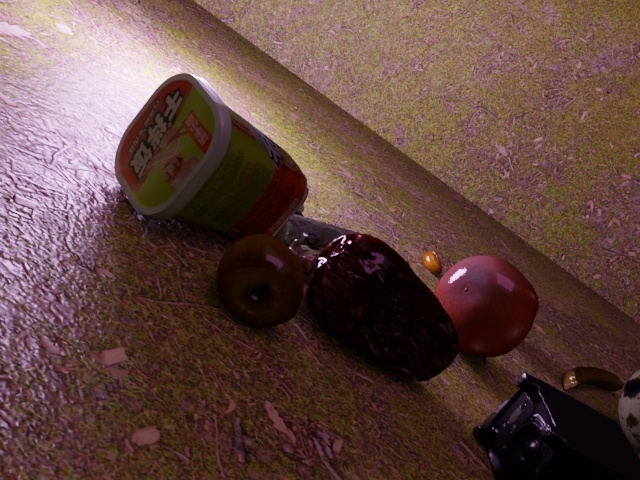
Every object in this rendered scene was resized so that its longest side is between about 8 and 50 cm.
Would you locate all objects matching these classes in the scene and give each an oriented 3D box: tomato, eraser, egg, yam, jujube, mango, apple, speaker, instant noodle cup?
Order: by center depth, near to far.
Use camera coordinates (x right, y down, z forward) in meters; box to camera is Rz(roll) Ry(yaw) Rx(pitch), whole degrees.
[{"bbox_3d":[-0.103,0.066,1.350,0.163,0.146,0.147,32,15,-8],"label":"apple"},{"bbox_3d":[0.454,0.420,1.424,0.254,0.184,0.232,29,19,-12],"label":"speaker"},{"bbox_3d":[0.129,0.138,1.509,0.342,0.216,0.216,40,18,-9],"label":"jujube"},{"bbox_3d":[-0.204,-0.142,1.525,0.308,0.294,0.294,25,21,-49],"label":"instant noodle cup"},{"bbox_3d":[0.379,0.375,1.597,0.029,0.052,0.122,45,20,20],"label":"eraser"},{"bbox_3d":[0.000,0.000,1.771,0.259,0.093,0.093,15,28,-44],"label":"yam"},{"bbox_3d":[0.404,0.161,1.857,0.224,0.256,0.256,39,11,-48],"label":"tomato"},{"bbox_3d":[0.972,0.480,2.033,0.379,0.288,0.287,40,13,-38],"label":"egg"},{"bbox_3d":[0.343,0.069,2.278,0.060,0.046,0.089,20,29,-40],"label":"mango"}]

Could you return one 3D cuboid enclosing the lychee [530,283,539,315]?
[{"bbox_3d":[0.555,0.183,2.192,0.165,0.165,0.197,39,19,9],"label":"lychee"}]

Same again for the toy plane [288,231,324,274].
[{"bbox_3d":[0.019,0.037,1.649,0.108,0.092,0.286,23,18,39],"label":"toy plane"}]

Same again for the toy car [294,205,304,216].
[{"bbox_3d":[-0.098,-0.098,1.848,0.070,0.080,0.170,12,30,-51],"label":"toy car"}]

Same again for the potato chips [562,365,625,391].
[{"bbox_3d":[0.812,0.416,2.253,0.407,0.057,0.080,15,41,-48],"label":"potato chips"}]
